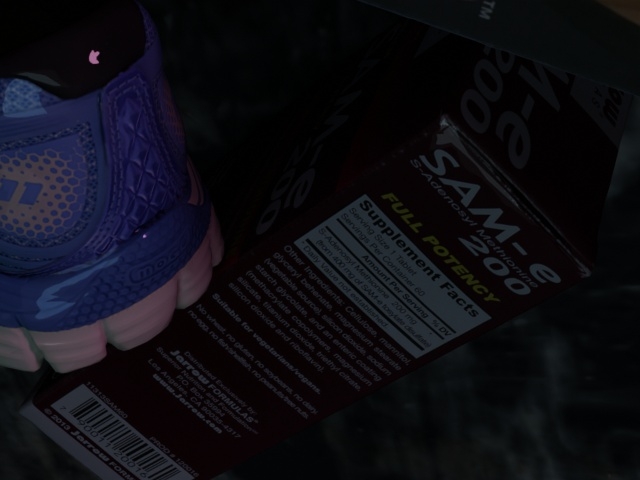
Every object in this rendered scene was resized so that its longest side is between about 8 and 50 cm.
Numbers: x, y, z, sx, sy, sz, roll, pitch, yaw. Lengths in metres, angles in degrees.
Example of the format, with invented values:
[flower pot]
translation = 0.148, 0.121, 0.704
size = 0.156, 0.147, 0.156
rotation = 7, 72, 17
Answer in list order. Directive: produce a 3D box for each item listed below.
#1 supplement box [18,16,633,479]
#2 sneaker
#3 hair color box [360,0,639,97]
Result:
[supplement box]
translation = 0.000, 0.000, 0.510
size = 0.073, 0.130, 0.239
rotation = 44, 130, -16
[sneaker]
translation = -0.163, -0.102, 0.450
size = 0.330, 0.130, 0.147
rotation = 32, 142, 22
[hair color box]
translation = 0.124, -0.136, 0.354
size = 0.374, 0.113, 0.185
rotation = 19, 133, 5
